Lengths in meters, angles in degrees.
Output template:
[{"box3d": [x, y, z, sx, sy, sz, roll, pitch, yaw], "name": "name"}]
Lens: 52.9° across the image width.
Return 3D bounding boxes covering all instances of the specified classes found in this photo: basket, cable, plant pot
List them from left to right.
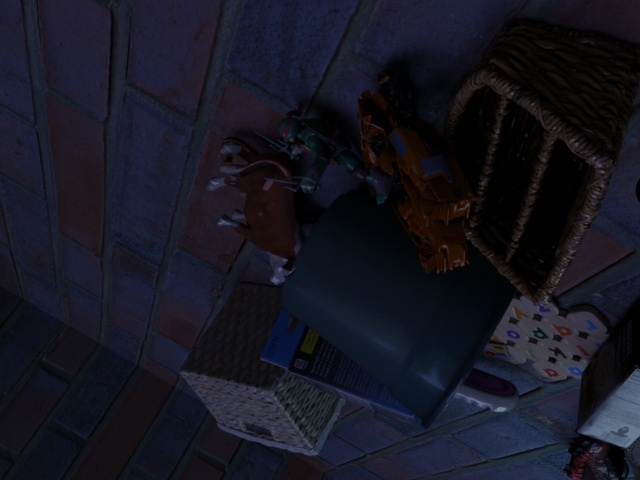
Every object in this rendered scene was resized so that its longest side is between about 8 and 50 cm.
[{"box3d": [-0.112, 0.308, 1.628, 0.328, 0.331, 0.266, 2, 134, 36], "name": "basket"}, {"box3d": [0.000, 0.000, 1.351, 0.150, 0.047, 0.184, 37, 147, -14], "name": "cable"}, {"box3d": [0.131, 0.097, 1.143, 0.334, 0.341, 0.341, 31, 149, 11], "name": "plant pot"}, {"box3d": [0.253, -0.099, 0.841, 0.213, 0.223, 0.299, 20, 148, 15], "name": "basket"}]

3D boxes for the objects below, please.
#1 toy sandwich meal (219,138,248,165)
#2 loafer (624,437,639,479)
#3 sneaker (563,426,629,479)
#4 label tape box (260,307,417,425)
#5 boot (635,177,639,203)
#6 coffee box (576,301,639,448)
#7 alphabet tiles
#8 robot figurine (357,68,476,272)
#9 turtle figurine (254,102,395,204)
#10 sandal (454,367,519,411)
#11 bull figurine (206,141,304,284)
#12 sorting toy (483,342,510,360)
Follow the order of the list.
[{"box3d": [-0.164, -0.163, 1.264, 0.085, 0.029, 0.085, 20, 148, 14], "name": "toy sandwich meal"}, {"box3d": [0.717, 0.455, 1.390, 0.102, 0.092, 0.268, 5, 136, 31], "name": "loafer"}, {"box3d": [0.653, 0.497, 1.495, 0.135, 0.098, 0.276, 15, 148, 22], "name": "sneaker"}, {"box3d": [0.081, 0.213, 1.388, 0.347, 0.249, 0.115, 16, 160, 21], "name": "label tape box"}, {"box3d": [0.565, -0.073, 0.716, 0.348, 0.131, 0.260, 23, 148, 10], "name": "boot"}, {"box3d": [0.550, 0.241, 1.136, 0.098, 0.141, 0.246, 17, 139, 9], "name": "coffee box"}, {"box3d": [0.452, 0.193, 1.293, 0.278, 0.021, 0.284, 42, 146, -20], "name": "alphabet tiles"}, {"box3d": [0.125, -0.107, 0.909, 0.085, 0.291, 0.211, -19, 141, -7], "name": "robot figurine"}, {"box3d": [0.003, -0.139, 1.064, 0.234, 0.175, 0.118, 23, 118, -11], "name": "turtle figurine"}, {"box3d": [0.248, 0.262, 1.460, 0.416, 0.169, 0.102, 17, 104, 15], "name": "sandal"}, {"box3d": [-0.111, -0.050, 1.250, 0.188, 0.101, 0.310, 18, 136, 17], "name": "bull figurine"}, {"box3d": [0.365, 0.240, 1.397, 0.083, 0.012, 0.062, 3, 140, 36], "name": "sorting toy"}]
